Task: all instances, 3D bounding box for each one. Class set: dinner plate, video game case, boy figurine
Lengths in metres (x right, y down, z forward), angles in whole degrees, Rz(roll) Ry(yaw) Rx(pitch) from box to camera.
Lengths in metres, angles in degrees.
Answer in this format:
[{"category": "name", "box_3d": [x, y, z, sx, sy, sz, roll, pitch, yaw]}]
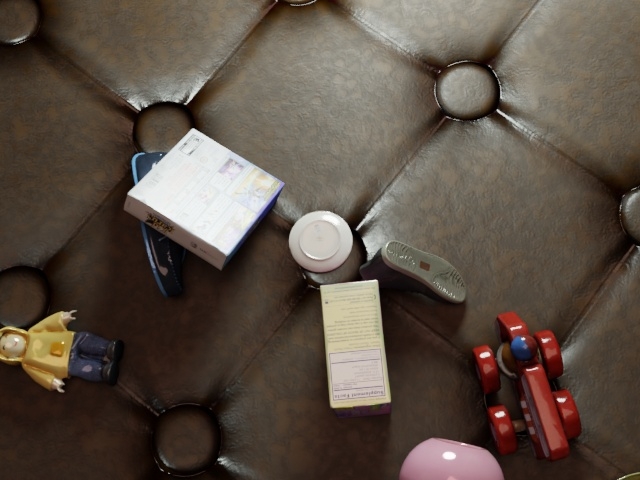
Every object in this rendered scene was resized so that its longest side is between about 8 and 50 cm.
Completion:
[{"category": "dinner plate", "box_3d": [0.000, 0.000, 2.056, 0.141, 0.017, 0.141, -1, 72, 3]}, {"category": "video game case", "box_3d": [-0.244, -0.093, 1.994, 0.244, 0.061, 0.269, 31, 46, 4]}, {"category": "boy figurine", "box_3d": [-0.568, 0.230, 1.991, 0.285, 0.092, 0.177, 11, 78, 4]}]

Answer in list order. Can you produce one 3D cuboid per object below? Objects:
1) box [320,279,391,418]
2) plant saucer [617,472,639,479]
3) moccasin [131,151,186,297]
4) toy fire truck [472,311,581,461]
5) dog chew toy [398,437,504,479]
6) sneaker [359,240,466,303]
[{"category": "box", "box_3d": [0.074, 0.224, 1.881, 0.117, 0.213, 0.243, -5, 73, 3]}, {"category": "plant saucer", "box_3d": [0.650, 0.579, 1.831, 0.241, 0.037, 0.241, -1, 73, 4]}, {"category": "moccasin", "box_3d": [-0.331, -0.049, 2.032, 0.117, 0.138, 0.342, -12, 74, -4]}, {"category": "toy fire truck", "box_3d": [0.410, 0.282, 1.820, 0.169, 0.254, 0.302, -13, 73, 0]}, {"category": "dog chew toy", "box_3d": [0.236, 0.555, 1.789, 0.206, 0.206, 0.332, 11, 82, 7]}, {"category": "sneaker", "box_3d": [0.199, 0.080, 1.995, 0.222, 0.118, 0.083, 30, 56, -16]}]
